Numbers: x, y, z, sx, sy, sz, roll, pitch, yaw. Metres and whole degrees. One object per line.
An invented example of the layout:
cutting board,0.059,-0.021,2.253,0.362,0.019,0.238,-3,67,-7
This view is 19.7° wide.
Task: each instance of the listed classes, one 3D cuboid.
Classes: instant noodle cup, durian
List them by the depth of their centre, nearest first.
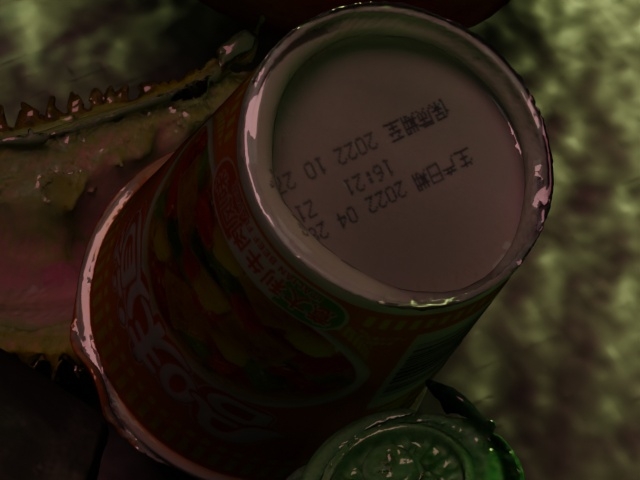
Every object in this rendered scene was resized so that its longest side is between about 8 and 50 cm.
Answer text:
instant noodle cup,0.000,0.000,0.711,0.168,0.185,0.168,6,68,-16
durian,-0.102,-0.007,0.833,0.221,0.095,0.137,-23,88,-18

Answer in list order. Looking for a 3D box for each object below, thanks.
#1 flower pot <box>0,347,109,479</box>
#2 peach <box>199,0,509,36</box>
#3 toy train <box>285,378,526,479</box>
flower pot,-0.167,0.113,0.681,0.148,0.235,0.235,19,53,-2
peach,0.006,-0.247,0.901,0.308,0.308,0.332,-19,66,-8
toy train,0.039,0.174,0.627,0.188,0.132,0.243,-42,48,-21
